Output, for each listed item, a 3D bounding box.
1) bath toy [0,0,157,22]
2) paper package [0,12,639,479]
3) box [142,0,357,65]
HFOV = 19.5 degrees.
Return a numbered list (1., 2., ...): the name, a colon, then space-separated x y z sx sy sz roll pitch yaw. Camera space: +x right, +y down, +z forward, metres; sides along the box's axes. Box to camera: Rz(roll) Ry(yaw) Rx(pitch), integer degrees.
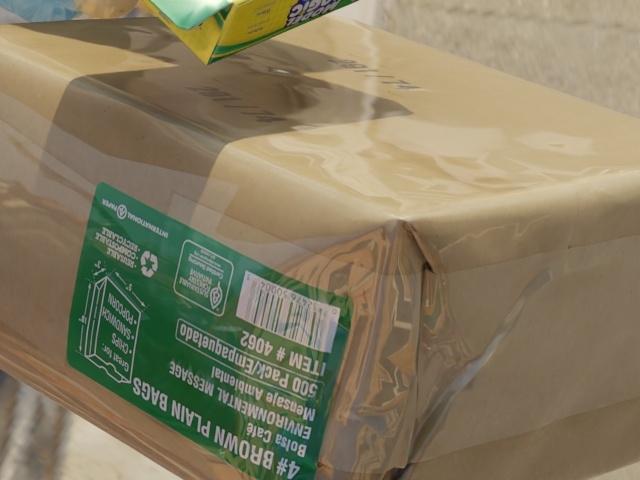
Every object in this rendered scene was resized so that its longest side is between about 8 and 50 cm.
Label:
1. bath toy: -0.112 -0.222 1.290 0.151 0.348 0.129 29 110 6
2. paper package: 0.000 0.000 0.958 0.325 0.309 0.168 25 113 38
3. box: -0.033 -0.143 0.846 0.105 0.043 0.179 46 44 17
